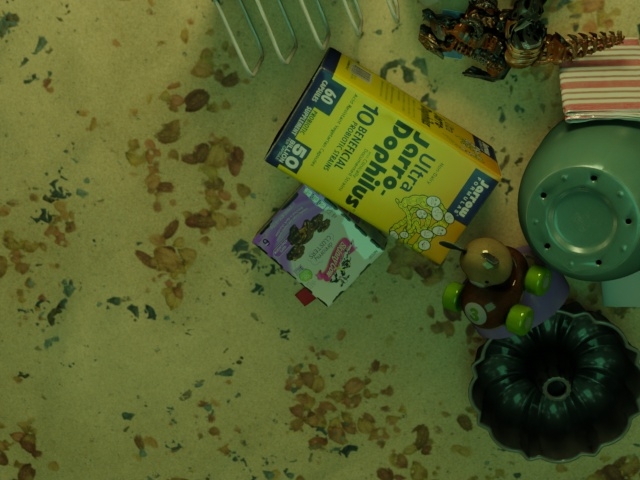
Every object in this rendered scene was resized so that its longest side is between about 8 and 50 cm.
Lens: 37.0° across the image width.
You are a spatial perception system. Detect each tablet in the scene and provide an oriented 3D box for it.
[{"bbox_3d":[0.232,-0.363,1.684,0.054,0.006,0.083,10,112,1],"label":"tablet"}]

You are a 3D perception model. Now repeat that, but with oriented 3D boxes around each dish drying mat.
[{"bbox_3d":[-0.009,0.095,1.883,0.083,0.008,0.032,-37,102,18],"label":"dish drying mat"}]

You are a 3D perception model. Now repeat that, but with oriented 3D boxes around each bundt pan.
[{"bbox_3d":[0.445,0.256,1.838,0.331,0.124,0.331,2,111,4],"label":"bundt pan"}]

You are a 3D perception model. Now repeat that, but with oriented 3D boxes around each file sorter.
[{"bbox_3d":[-0.023,-0.408,1.595,0.277,0.193,0.173,-19,111,12],"label":"file sorter"}]

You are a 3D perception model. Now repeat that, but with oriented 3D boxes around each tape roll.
[{"bbox_3d":[0.352,0.092,1.749,0.189,0.189,0.080,-28,105,15],"label":"tape roll"}]

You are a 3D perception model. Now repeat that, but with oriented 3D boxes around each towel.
[{"bbox_3d":[0.473,-0.271,1.610,0.144,0.197,0.029,1,142,6],"label":"towel"}]

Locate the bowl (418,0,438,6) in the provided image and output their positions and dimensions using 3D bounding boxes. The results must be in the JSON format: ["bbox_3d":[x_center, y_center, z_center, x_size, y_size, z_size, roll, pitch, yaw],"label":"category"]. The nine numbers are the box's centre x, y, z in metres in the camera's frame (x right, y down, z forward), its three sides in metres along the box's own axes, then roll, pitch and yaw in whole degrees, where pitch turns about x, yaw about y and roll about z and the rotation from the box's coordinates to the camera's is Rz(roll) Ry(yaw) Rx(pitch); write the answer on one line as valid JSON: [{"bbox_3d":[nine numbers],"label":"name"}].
[{"bbox_3d":[0.189,-0.472,1.567,0.053,0.142,0.142,21,134,-42],"label":"bowl"}]

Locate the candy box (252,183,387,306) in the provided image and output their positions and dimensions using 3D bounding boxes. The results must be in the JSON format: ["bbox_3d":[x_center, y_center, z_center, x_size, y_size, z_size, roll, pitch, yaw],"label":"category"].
[{"bbox_3d":[0.000,0.000,1.807,0.196,0.070,0.165,41,109,-6],"label":"candy box"}]

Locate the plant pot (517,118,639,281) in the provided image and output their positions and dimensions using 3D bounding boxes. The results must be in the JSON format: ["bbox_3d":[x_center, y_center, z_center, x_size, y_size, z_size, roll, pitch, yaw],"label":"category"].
[{"bbox_3d":[0.465,-0.063,1.604,0.293,0.235,0.293,9,111,25],"label":"plant pot"}]

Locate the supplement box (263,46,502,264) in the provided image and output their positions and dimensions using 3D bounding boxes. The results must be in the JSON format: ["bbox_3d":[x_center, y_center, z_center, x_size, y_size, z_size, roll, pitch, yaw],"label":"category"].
[{"bbox_3d":[0.111,-0.151,1.676,0.356,0.195,0.194,30,111,-7],"label":"supplement box"}]

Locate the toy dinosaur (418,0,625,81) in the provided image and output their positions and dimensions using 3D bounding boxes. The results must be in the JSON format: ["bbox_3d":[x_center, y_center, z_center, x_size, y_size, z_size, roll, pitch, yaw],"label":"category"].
[{"bbox_3d":[0.332,-0.368,1.608,0.322,0.164,0.218,-1,121,-6],"label":"toy dinosaur"}]

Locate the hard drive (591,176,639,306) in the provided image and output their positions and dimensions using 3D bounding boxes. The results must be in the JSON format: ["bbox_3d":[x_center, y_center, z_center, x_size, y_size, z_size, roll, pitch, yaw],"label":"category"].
[{"bbox_3d":[0.598,-0.037,1.704,0.210,0.040,0.319,-2,106,29],"label":"hard drive"}]

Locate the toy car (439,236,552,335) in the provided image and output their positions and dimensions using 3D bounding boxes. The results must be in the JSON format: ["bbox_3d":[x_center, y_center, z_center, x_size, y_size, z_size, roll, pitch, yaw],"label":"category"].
[{"bbox_3d":[0.269,0.055,1.582,0.155,0.188,0.149,19,78,35],"label":"toy car"}]
